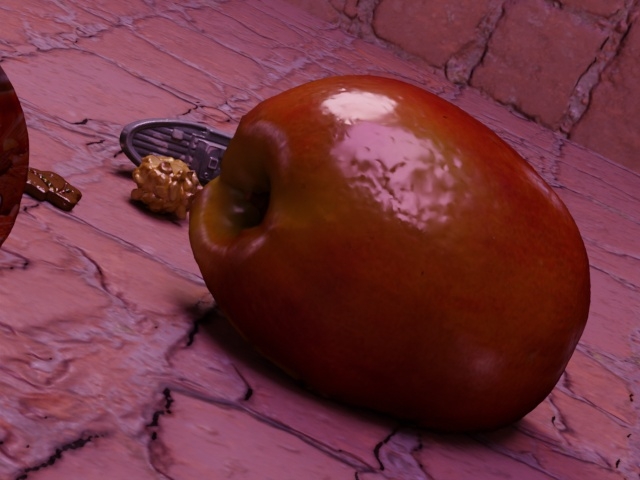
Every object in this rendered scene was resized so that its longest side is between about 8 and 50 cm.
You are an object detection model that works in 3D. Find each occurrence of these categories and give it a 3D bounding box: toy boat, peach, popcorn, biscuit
[{"bbox_3d":[-0.114,-0.085,2.010,0.260,0.078,0.085,17,2,-34],"label":"toy boat"},{"bbox_3d":[0.100,0.015,1.673,0.380,0.242,0.306,19,31,-39],"label":"peach"},{"bbox_3d":[-0.161,-0.058,1.891,0.083,0.057,0.082,16,11,-18],"label":"popcorn"},{"bbox_3d":[-0.282,-0.058,1.782,0.092,0.016,0.082,20,17,-25],"label":"biscuit"}]

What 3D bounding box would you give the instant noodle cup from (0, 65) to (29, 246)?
[{"bbox_3d":[-0.362,-0.077,1.328,0.250,0.250,0.192,16,10,-30],"label":"instant noodle cup"}]
